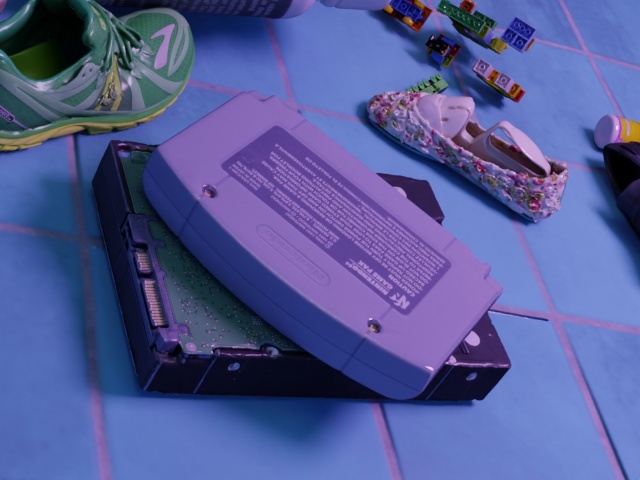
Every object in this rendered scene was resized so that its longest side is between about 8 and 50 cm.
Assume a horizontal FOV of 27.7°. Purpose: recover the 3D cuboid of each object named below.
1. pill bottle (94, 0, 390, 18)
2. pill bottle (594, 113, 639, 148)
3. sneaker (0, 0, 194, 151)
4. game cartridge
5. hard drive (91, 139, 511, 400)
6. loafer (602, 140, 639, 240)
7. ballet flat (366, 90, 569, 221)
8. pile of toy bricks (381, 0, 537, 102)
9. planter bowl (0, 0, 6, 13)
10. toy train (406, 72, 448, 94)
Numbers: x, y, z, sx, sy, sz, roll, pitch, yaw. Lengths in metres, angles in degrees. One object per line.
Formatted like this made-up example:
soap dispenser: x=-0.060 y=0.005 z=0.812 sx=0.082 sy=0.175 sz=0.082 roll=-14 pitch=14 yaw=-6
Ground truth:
pill bottle: x=-0.102 y=-0.330 z=1.307 sx=0.361 sy=0.204 sz=0.204 roll=2 pitch=46 yaw=-17
pill bottle: x=0.382 y=-0.126 z=1.599 sx=0.083 sy=0.043 sz=0.043 roll=12 pitch=43 yaw=-24
sneaker: x=-0.209 y=-0.165 z=1.172 sx=0.109 sy=0.123 sz=0.295 roll=44 pitch=39 yaw=14
game cartridge: x=0.000 y=0.000 z=1.096 sx=0.294 sy=0.060 sz=0.196 roll=39 pitch=35 yaw=8
hard drive: x=-0.018 y=0.031 z=1.143 sx=0.338 sy=0.064 sz=0.237 roll=5 pitch=46 yaw=-31
loafer: x=0.375 y=-0.035 z=1.478 sx=0.078 sy=0.076 sz=0.223 roll=12 pitch=38 yaw=-17
ballet flat: x=0.167 y=-0.110 z=1.409 sx=0.241 sy=0.077 sz=0.091 roll=30 pitch=39 yaw=-2
pile of toy bricks: x=0.180 y=-0.259 z=1.572 sx=0.212 sy=0.118 sz=0.105 roll=37 pitch=5 yaw=19
planter bowl: x=-0.359 y=-0.214 z=1.133 sx=0.162 sy=0.109 sz=0.162 roll=19 pitch=40 yaw=-17
toy train: x=0.120 y=-0.172 z=1.491 sx=0.024 sy=0.017 sz=0.083 roll=50 pitch=40 yaw=5
